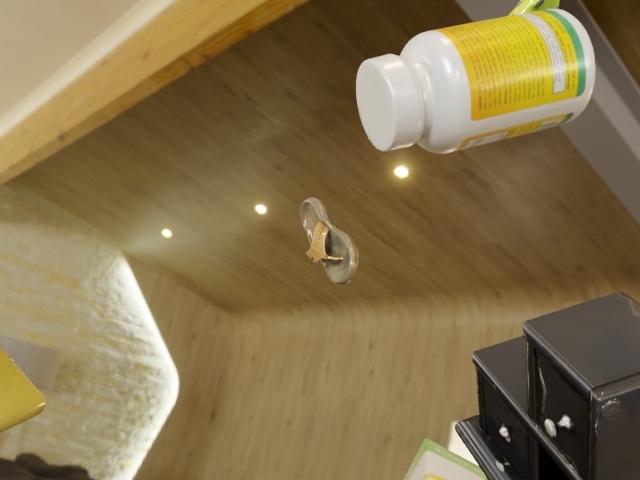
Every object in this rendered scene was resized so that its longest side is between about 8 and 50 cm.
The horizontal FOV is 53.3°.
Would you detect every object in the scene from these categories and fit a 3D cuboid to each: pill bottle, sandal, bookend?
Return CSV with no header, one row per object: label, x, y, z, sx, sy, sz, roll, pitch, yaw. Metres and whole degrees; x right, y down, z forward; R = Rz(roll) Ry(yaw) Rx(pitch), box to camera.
pill bottle,0.147,-0.151,0.623,0.208,0.117,0.117,-16,-16,-15
sandal,0.000,0.000,0.934,0.049,0.180,0.072,1,-52,-31
bookend,0.137,0.091,0.360,0.072,0.156,0.157,-16,-62,-9

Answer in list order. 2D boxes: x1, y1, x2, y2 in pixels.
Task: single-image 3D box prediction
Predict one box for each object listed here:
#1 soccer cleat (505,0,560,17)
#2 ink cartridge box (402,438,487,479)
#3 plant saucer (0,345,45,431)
soccer cleat,0.322,-0.342,1.169,0.093,0.121,0.289,4,-49,-31
ink cartridge box,0.118,0.371,0.692,0.119,0.207,0.353,28,1,10
plant saucer,-0.555,0.161,0.723,0.333,0.081,0.332,-24,-65,6
